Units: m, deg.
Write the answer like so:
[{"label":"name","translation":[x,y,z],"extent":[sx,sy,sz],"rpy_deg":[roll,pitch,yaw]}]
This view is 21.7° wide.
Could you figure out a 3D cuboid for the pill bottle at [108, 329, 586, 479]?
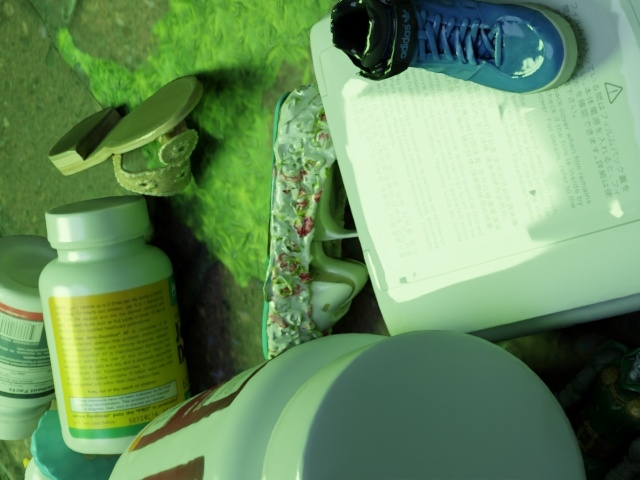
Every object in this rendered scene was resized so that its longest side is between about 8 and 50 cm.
[{"label":"pill bottle","translation":[0.003,0.187,1.137],"extent":[0.392,0.224,0.224],"rpy_deg":[-31,78,64]}]

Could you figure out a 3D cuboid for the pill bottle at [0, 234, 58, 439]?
[{"label":"pill bottle","translation":[-0.284,0.095,1.578],"extent":[0.108,0.108,0.180],"rpy_deg":[41,129,32]}]

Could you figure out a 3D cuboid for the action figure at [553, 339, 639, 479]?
[{"label":"action figure","translation":[0.176,0.147,1.127],"extent":[0.137,0.063,0.232],"rpy_deg":[50,130,29]}]

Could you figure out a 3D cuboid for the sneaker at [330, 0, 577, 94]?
[{"label":"sneaker","translation":[0.070,-0.116,0.977],"extent":[0.152,0.084,0.058],"rpy_deg":[24,116,42]}]

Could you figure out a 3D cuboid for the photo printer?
[{"label":"photo printer","translation":[0.144,-0.074,1.052],"extent":[0.307,0.107,0.256],"rpy_deg":[-19,86,48]}]

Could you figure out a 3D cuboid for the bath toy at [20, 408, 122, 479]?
[{"label":"bath toy","translation":[-0.273,0.294,1.610],"extent":[0.129,0.151,0.348],"rpy_deg":[27,136,-8]}]

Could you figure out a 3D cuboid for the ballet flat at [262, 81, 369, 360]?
[{"label":"ballet flat","translation":[0.000,0.000,1.260],"extent":[0.077,0.091,0.241],"rpy_deg":[13,117,21]}]

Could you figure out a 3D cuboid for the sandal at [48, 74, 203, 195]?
[{"label":"sandal","translation":[-0.143,-0.075,1.414],"extent":[0.079,0.088,0.240],"rpy_deg":[50,151,-20]}]

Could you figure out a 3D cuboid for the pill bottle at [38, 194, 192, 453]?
[{"label":"pill bottle","translation":[-0.180,0.070,1.448],"extent":[0.117,0.117,0.208],"rpy_deg":[2,103,47]}]
